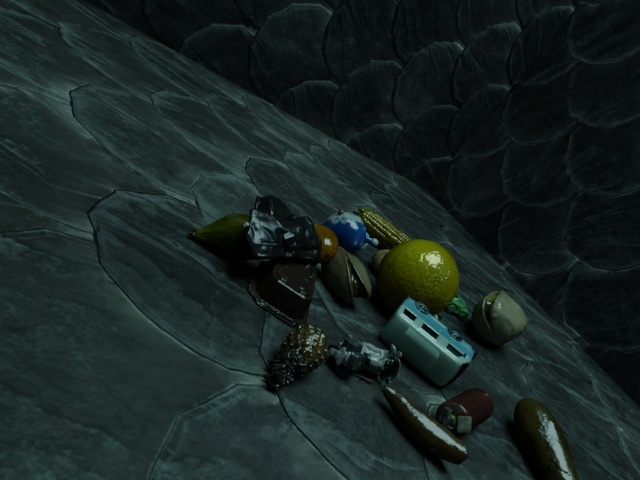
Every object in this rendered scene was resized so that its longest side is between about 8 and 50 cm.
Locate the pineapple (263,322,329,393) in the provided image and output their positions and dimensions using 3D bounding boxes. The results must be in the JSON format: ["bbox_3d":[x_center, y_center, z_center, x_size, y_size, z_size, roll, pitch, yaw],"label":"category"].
[{"bbox_3d":[-0.054,0.257,1.165,0.108,0.108,0.198,40,31,7],"label":"pineapple"}]

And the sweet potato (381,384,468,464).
[{"bbox_3d":[0.235,0.439,1.281,0.244,0.077,0.077,34,17,18],"label":"sweet potato"}]

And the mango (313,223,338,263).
[{"bbox_3d":[0.000,-0.002,1.673,0.105,0.084,0.159,-10,50,-5],"label":"mango"}]

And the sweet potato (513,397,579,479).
[{"bbox_3d":[0.656,0.617,1.540,0.131,0.130,0.422,27,29,-27],"label":"sweet potato"}]

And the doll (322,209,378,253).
[{"bbox_3d":[0.103,-0.028,1.983,0.215,0.161,0.257,13,2,14],"label":"doll"}]

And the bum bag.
[{"bbox_3d":[-0.093,-0.010,1.441,0.310,0.074,0.137,6,68,-56],"label":"bum bag"}]

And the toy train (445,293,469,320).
[{"bbox_3d":[0.551,0.256,2.229,0.149,0.081,0.099,29,20,-21],"label":"toy train"}]

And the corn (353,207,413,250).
[{"bbox_3d":[0.291,-0.016,2.339,0.363,0.120,0.120,33,20,-8],"label":"corn"}]

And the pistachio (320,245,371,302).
[{"bbox_3d":[0.082,0.106,1.682,0.130,0.131,0.206,-18,44,-16],"label":"pistachio"}]

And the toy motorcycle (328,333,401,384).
[{"bbox_3d":[0.116,0.297,1.365,0.150,0.102,0.221,25,6,37],"label":"toy motorcycle"}]

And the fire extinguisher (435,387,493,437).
[{"bbox_3d":[0.374,0.463,1.434,0.105,0.104,0.269,47,21,26],"label":"fire extinguisher"}]

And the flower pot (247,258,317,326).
[{"bbox_3d":[-0.083,0.112,1.446,0.179,0.084,0.251,35,19,-9],"label":"flower pot"}]

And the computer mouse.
[{"bbox_3d":[-0.115,-0.023,1.698,0.295,0.087,0.168,42,24,-41],"label":"computer mouse"}]

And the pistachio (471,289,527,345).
[{"bbox_3d":[0.713,0.309,2.186,0.208,0.226,0.332,5,-10,35],"label":"pistachio"}]

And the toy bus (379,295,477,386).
[{"bbox_3d":[0.316,0.311,1.619,0.271,0.133,0.165,39,24,11],"label":"toy bus"}]

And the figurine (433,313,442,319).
[{"bbox_3d":[0.427,0.242,2.067,0.083,0.083,0.187,33,29,-12],"label":"figurine"}]

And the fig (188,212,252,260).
[{"bbox_3d":[-0.235,-0.019,1.424,0.185,0.127,0.133,24,37,-44],"label":"fig"}]

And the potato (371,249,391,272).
[{"bbox_3d":[0.253,0.093,2.048,0.112,0.112,0.147,15,36,-48],"label":"potato"}]

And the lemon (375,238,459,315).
[{"bbox_3d":[0.321,0.130,1.822,0.293,0.293,0.293,33,20,-13],"label":"lemon"}]
